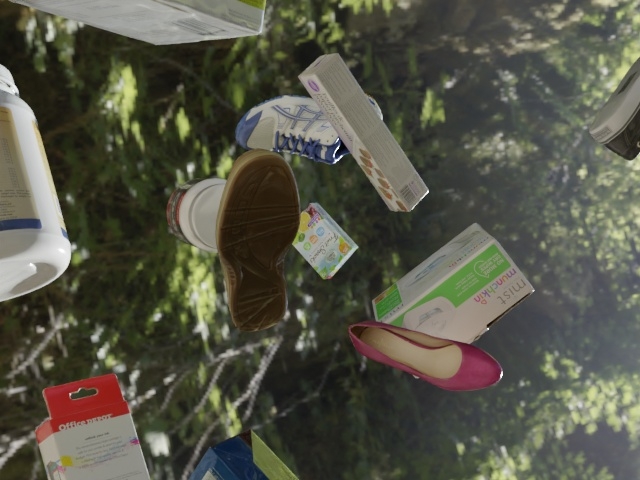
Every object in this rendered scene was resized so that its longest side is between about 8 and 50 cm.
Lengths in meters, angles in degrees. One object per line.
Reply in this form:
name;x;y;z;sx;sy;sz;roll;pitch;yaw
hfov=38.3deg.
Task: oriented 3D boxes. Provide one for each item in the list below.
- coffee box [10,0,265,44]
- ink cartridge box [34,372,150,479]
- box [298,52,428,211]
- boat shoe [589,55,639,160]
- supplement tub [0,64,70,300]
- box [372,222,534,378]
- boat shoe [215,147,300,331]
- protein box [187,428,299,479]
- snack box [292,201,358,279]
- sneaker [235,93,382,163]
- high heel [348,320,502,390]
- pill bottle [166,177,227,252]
coffee box;-0.312;-0.560;1.646;0.337;0.338;0.335;7;-90;44
ink cartridge box;-0.362;0.341;1.465;0.078;0.134;0.231;-37;-113;47
box;0.082;-0.191;1.685;0.324;0.067;0.063;52;-22;-24
boat shoe;0.431;-0.192;1.173;0.076;0.228;0.080;42;-23;-5
supplement tub;-0.510;-0.083;1.347;0.228;0.228;0.316;-46;-121;60
box;0.237;0.106;1.703;0.127;0.262;0.231;52;7;-5
boat shoe;-0.106;-0.011;1.374;0.341;0.121;0.110;98;-23;-43
protein box;-0.154;0.515;1.765;0.200;0.136;0.201;42;-65;22
snack box;0.000;0.000;2.016;0.141;0.037;0.100;48;-67;16
sneaker;-0.017;-0.211;1.812;0.112;0.296;0.131;87;-9;-53
high heel;0.164;0.178;1.471;0.244;0.117;0.082;17;-100;33
pill bottle;-0.240;-0.057;2.024;0.283;0.161;0.161;-169;-109;-72
